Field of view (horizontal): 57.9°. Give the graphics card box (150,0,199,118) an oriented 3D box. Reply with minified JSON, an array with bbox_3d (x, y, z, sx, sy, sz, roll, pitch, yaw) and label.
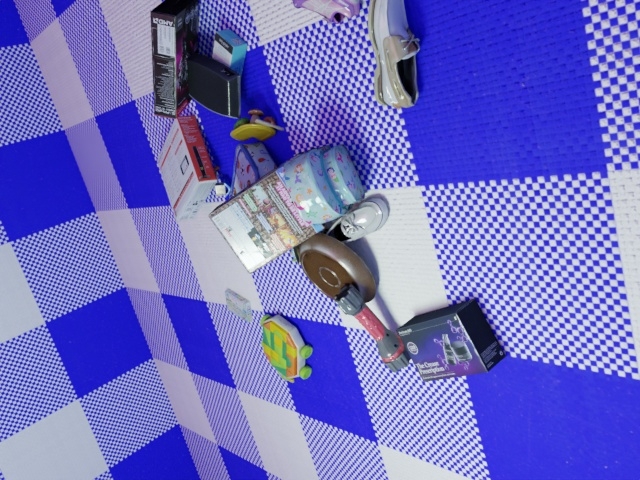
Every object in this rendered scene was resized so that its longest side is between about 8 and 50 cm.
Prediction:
[{"bbox_3d":[-0.501,-0.639,2.007,0.094,0.233,0.371,12,129,3],"label":"graphics card box"}]

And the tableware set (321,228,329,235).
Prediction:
[{"bbox_3d":[0.000,0.000,1.977,0.154,0.024,0.104,21,127,41],"label":"tableware set"}]

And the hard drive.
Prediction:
[{"bbox_3d":[-0.367,-0.522,1.963,0.254,0.054,0.172,33,135,33],"label":"hard drive"}]

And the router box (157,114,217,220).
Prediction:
[{"bbox_3d":[-0.548,-0.286,2.342,0.335,0.082,0.301,-42,64,52],"label":"router box"}]

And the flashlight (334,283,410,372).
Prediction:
[{"bbox_3d":[0.166,0.277,1.819,0.304,0.103,0.103,48,148,-12],"label":"flashlight"}]

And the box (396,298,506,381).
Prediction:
[{"bbox_3d":[0.367,0.292,1.663,0.261,0.103,0.184,-30,85,53],"label":"box"}]

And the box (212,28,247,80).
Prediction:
[{"bbox_3d":[-0.320,-0.581,1.969,0.100,0.060,0.244,45,139,22],"label":"box"}]

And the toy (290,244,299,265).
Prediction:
[{"bbox_3d":[-0.120,-0.037,2.006,0.056,0.137,0.237,-17,105,9],"label":"toy"}]

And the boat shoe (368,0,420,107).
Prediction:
[{"bbox_3d":[0.190,-0.470,1.406,0.103,0.113,0.302,24,139,38],"label":"boat shoe"}]

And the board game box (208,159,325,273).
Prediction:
[{"bbox_3d":[-0.164,-0.077,1.849,0.291,0.141,0.232,-31,103,12],"label":"board game box"}]

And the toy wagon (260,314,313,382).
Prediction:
[{"bbox_3d":[-0.148,0.472,2.402,0.267,0.068,0.344,31,132,36],"label":"toy wagon"}]

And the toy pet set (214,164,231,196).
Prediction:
[{"bbox_3d":[-0.382,-0.228,2.279,0.114,0.065,0.122,-111,18,-62],"label":"toy pet set"}]

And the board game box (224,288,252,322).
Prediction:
[{"bbox_3d":[-0.366,0.291,2.582,0.154,0.026,0.103,25,129,39],"label":"board game box"}]

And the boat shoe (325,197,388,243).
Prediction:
[{"bbox_3d":[0.101,-0.048,1.774,0.267,0.088,0.096,-26,91,53],"label":"boat shoe"}]

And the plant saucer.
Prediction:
[{"bbox_3d":[0.041,0.108,1.901,0.310,0.050,0.311,31,149,21],"label":"plant saucer"}]

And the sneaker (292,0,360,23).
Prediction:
[{"bbox_3d":[0.016,-0.624,1.529,0.236,0.095,0.105,14,130,44],"label":"sneaker"}]

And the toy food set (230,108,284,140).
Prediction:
[{"bbox_3d":[-0.215,-0.391,1.937,0.218,0.128,0.071,-10,75,53],"label":"toy food set"}]

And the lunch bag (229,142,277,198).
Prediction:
[{"bbox_3d":[-0.244,-0.184,2.054,0.243,0.114,0.303,57,144,36],"label":"lunch bag"}]

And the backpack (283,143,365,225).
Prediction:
[{"bbox_3d":[0.007,-0.163,1.681,0.191,0.253,0.225,-20,95,28],"label":"backpack"}]
